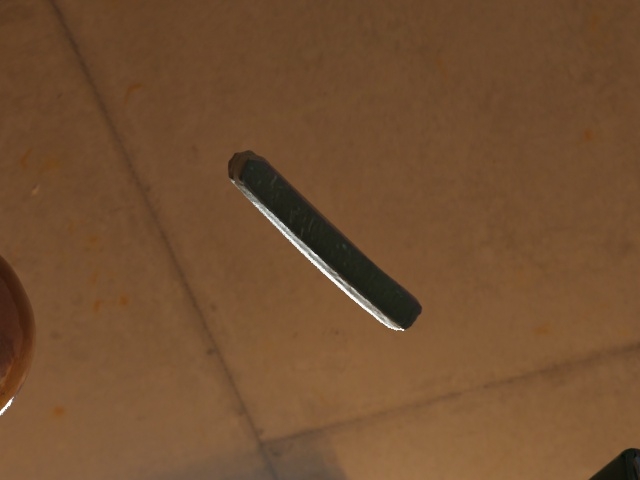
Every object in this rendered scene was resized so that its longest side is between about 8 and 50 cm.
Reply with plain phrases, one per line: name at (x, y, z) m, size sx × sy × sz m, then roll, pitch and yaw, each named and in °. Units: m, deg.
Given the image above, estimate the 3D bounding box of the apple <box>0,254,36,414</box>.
apple at (-0.434, 0.098, 1.123) m, size 0.254 × 0.253 × 0.253 m, roll 3°, pitch -65°, yaw 5°

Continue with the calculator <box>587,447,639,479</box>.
calculator at (0.291, 0.272, 0.846) m, size 0.274 × 0.058 × 0.248 m, roll 20°, pitch -46°, yaw -12°

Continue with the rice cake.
rice cake at (0.001, 0.001, 0.951) m, size 0.222 × 0.080 × 0.042 m, roll 43°, pitch -97°, yaw -17°
